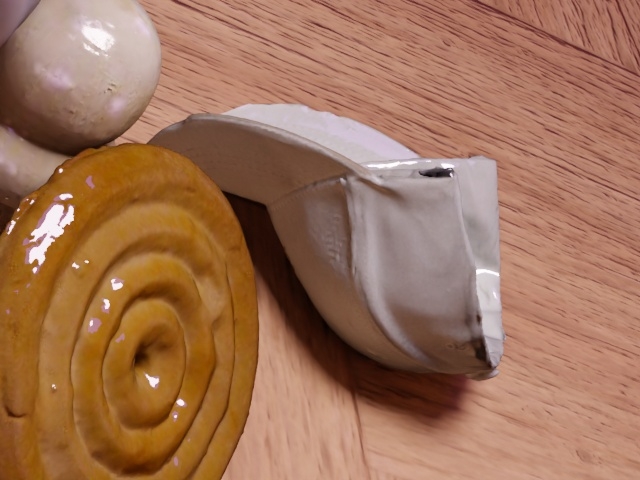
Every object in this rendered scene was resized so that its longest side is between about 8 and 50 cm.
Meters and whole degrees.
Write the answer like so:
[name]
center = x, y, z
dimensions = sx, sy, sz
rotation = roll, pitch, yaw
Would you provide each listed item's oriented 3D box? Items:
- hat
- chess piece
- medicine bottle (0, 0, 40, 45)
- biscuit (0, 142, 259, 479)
[hat]
center = 0.006, -0.005, 1.449
dimensions = 0.301, 0.168, 0.258
rotation = 17, 6, 10
[chess piece]
center = -0.190, -0.049, 1.170
dimensions = 0.142, 0.261, 0.143
rotation = 26, 36, -21
[medicine bottle]
center = -0.222, -0.209, 1.034
dimensions = 0.219, 0.219, 0.388
rotation = 34, 46, -7
[biscuit]
center = -0.111, 0.071, 1.135
dimensions = 0.037, 0.262, 0.262
rotation = 9, 16, 33
